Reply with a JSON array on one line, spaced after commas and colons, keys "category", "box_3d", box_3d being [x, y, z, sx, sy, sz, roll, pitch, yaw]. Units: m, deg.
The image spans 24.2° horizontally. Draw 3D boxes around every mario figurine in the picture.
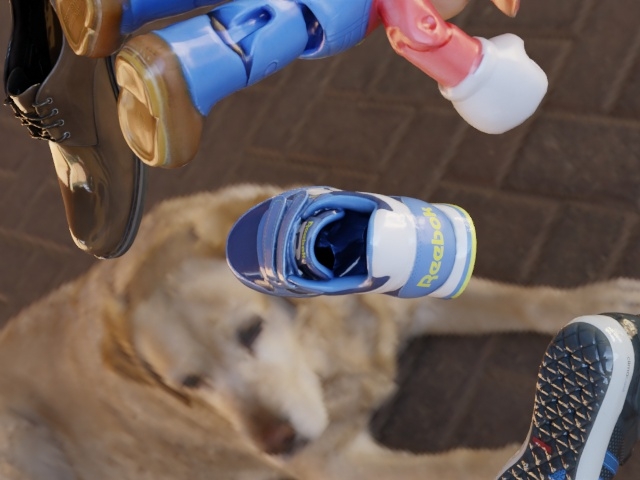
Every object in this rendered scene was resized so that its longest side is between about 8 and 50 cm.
[{"category": "mario figurine", "box_3d": [0.012, -0.142, 0.903, 0.320, 0.198, 0.170, -23, 14, -21]}]

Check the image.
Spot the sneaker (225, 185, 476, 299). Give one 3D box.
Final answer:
[{"category": "sneaker", "box_3d": [0.000, 0.000, 0.670, 0.144, 0.059, 0.053, -3, 86, 46]}]

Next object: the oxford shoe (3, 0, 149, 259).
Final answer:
[{"category": "oxford shoe", "box_3d": [-0.180, -0.089, 1.040, 0.082, 0.227, 0.096, 6, 22, 39]}]

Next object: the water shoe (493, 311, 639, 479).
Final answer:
[{"category": "water shoe", "box_3d": [0.163, 0.139, 0.923, 0.073, 0.080, 0.203, 40, 123, 41]}]
